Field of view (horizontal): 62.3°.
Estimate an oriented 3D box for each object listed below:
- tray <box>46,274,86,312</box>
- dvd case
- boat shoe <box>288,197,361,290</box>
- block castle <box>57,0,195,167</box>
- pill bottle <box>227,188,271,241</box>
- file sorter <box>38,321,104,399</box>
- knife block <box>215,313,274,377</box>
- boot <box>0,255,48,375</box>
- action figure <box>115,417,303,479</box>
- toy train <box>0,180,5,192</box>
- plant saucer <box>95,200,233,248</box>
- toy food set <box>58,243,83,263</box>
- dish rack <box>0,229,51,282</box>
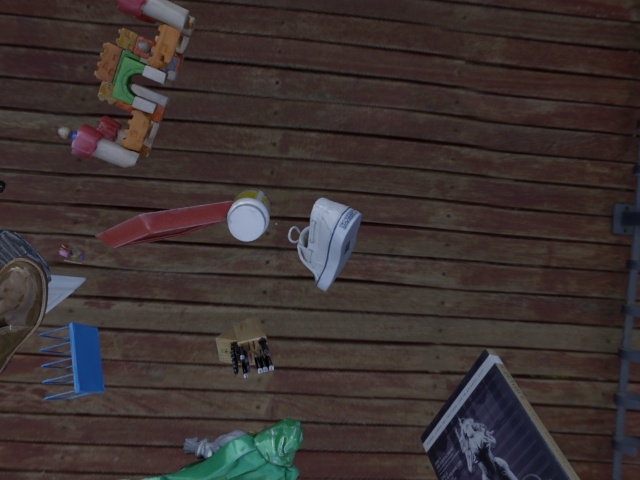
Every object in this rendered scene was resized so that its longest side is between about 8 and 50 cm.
[{"bbox_3d":[-0.809,0.177,1.515,0.270,0.145,0.030,-34,66,22],"label":"tray"},{"bbox_3d":[0.188,0.251,0.553,0.018,0.221,0.165,11,121,-24],"label":"dvd case"},{"bbox_3d":[-0.005,0.006,1.364,0.156,0.367,0.136,31,66,11],"label":"boat shoe"},{"bbox_3d":[-0.508,-0.438,1.404,0.212,0.303,0.454,21,104,-14],"label":"block castle"},{"bbox_3d":[-0.203,-0.073,1.514,0.119,0.208,0.119,-1,106,-2],"label":"pill bottle"},{"bbox_3d":[-0.629,0.307,1.331,0.104,0.118,0.170,-14,73,3],"label":"file sorter"},{"bbox_3d":[-0.204,0.340,1.715,0.242,0.275,0.088,2,107,31],"label":"knife block"},{"bbox_3d":[-0.626,0.173,1.016,0.112,0.115,0.305,30,99,-5],"label":"boot"},{"bbox_3d":[-0.100,0.228,0.501,0.232,0.064,0.137,-36,117,26],"label":"action figure"},{"bbox_3d":[-0.823,-0.133,1.240,0.036,0.158,0.027,-49,63,29],"label":"toy train"},{"bbox_3d":[-0.385,-0.035,1.323,0.259,0.258,0.048,-15,91,-46],"label":"plant saucer"},{"bbox_3d":[-0.805,0.036,1.705,0.077,0.122,0.019,15,105,-40],"label":"toy food set"},{"bbox_3d":[-0.783,0.102,1.222,0.208,0.074,0.271,44,67,4],"label":"dish rack"}]
